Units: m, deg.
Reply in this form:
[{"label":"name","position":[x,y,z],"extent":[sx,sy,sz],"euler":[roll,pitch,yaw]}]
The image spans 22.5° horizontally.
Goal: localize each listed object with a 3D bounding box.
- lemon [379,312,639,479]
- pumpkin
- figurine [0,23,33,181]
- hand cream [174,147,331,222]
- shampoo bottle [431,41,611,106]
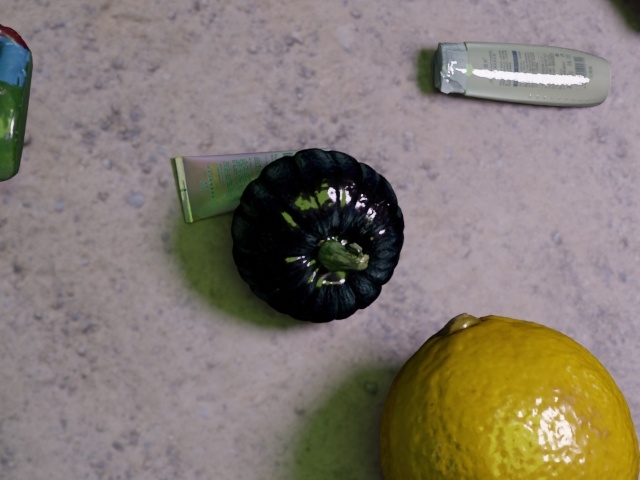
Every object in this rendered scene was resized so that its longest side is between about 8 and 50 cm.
[{"label":"lemon","position":[0.195,0.220,1.679],"extent":[0.293,0.293,0.293],"euler":[3,77,-13]},{"label":"pumpkin","position":[-0.004,-0.005,1.737],"extent":[0.194,0.150,0.194],"euler":[3,105,13]},{"label":"figurine","position":[-0.427,-0.150,1.692],"extent":[0.234,0.127,0.185],"euler":[5,72,-2]},{"label":"hand cream","position":[-0.071,-0.070,1.797],"extent":[0.174,0.047,0.076],"euler":[-10,82,-6]},{"label":"shampoo bottle","position":[0.237,-0.196,1.889],"extent":[0.212,0.049,0.072],"euler":[4,81,-13]}]
